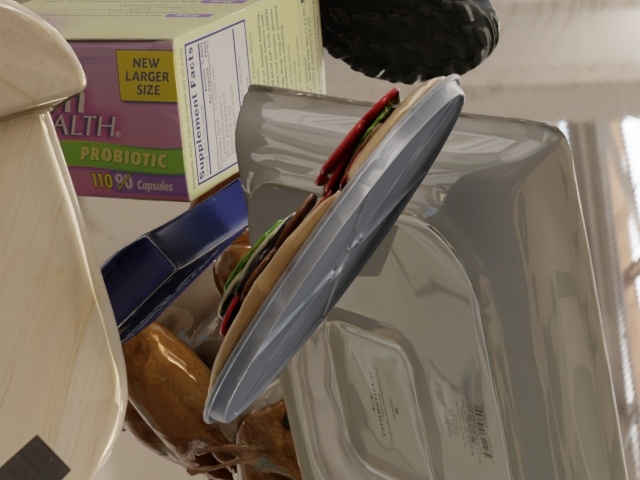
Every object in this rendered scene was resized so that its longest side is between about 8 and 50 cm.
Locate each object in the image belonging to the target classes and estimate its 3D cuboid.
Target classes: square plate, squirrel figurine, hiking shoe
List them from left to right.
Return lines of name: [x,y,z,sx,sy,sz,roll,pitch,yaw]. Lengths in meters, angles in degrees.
squirrel figurine: [-0.020,0.167,1.415,0.370,0.281,0.397,37,-22,45]
hiking shoe: [0.025,-0.219,1.393,0.304,0.132,0.113,19,-50,28]
square plate: [0.054,0.087,1.000,0.344,0.049,0.347,16,-58,59]

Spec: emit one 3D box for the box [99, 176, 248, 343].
box: [-0.123,0.032,1.139,0.036,0.225,0.136,47,-67,3]

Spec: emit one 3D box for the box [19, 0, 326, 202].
box: [-0.140,-0.122,1.274,0.213,0.243,0.117,4,-71,24]

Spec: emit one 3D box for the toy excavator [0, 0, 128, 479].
toy excavator: [-0.172,0.179,0.717,0.433,0.445,0.222,48,-17,-11]

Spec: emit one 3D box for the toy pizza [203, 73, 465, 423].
toy pizza: [0.000,0.000,0.790,0.032,0.201,0.201,36,-52,7]
